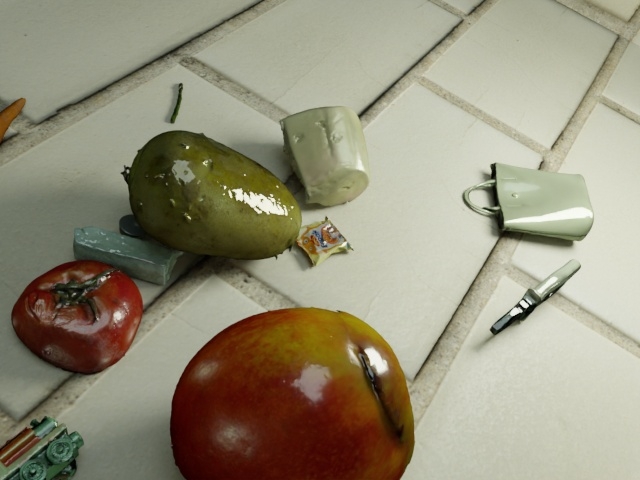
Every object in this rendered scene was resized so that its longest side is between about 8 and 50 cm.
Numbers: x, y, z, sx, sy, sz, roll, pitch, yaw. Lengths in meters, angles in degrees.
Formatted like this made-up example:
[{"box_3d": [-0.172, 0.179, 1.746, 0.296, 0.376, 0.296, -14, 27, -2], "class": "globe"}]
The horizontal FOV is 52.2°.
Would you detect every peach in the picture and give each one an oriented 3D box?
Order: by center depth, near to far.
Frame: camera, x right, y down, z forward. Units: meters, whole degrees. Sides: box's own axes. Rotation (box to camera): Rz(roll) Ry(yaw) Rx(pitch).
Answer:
[{"box_3d": [-0.044, 0.274, 1.009, 0.370, 0.370, 0.370, 10, 48, -11], "class": "peach"}]

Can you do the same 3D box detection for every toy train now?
[{"box_3d": [-0.451, 0.337, 0.980, 0.118, 0.074, 0.176, 35, 51, 17], "class": "toy train"}]

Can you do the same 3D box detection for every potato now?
[{"box_3d": [-0.212, -0.080, 1.310, 0.359, 0.219, 0.270, 19, 22, -35], "class": "potato"}]

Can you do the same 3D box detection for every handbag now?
[{"box_3d": [0.533, -0.110, 1.685, 0.315, 0.109, 0.241, 11, 47, -6], "class": "handbag"}]

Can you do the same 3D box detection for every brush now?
[{"box_3d": [-0.313, -0.064, 1.406, 0.266, 0.027, 0.062, -28, 64, -39], "class": "brush"}]

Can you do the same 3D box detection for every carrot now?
[{"box_3d": [-0.695, -0.257, 1.425, 0.048, 0.048, 0.216, 15, 42, -6], "class": "carrot"}]

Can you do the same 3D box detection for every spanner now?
[{"box_3d": [0.480, 0.130, 1.461, 0.324, 0.096, 0.040, -27, 63, -36], "class": "spanner"}]

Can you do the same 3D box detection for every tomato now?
[{"box_3d": [-0.427, 0.117, 1.158, 0.227, 0.101, 0.228, 8, 48, -9], "class": "tomato"}]

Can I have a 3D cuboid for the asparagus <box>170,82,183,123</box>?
[{"box_3d": [-0.357, -0.350, 1.636, 0.016, 0.016, 0.163, -2, 50, 3], "class": "asparagus"}]

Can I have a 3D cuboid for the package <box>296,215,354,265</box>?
[{"box_3d": [0.002, -0.001, 1.451, 0.120, 0.031, 0.108, -22, 60, -32], "class": "package"}]

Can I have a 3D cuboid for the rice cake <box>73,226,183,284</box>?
[{"box_3d": [-0.379, 0.030, 1.271, 0.206, 0.069, 0.063, 18, 45, -8], "class": "rice cake"}]

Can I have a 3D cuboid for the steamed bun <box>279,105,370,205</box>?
[{"box_3d": [0.016, -0.187, 1.549, 0.200, 0.170, 0.226, -13, 68, 10], "class": "steamed bun"}]
